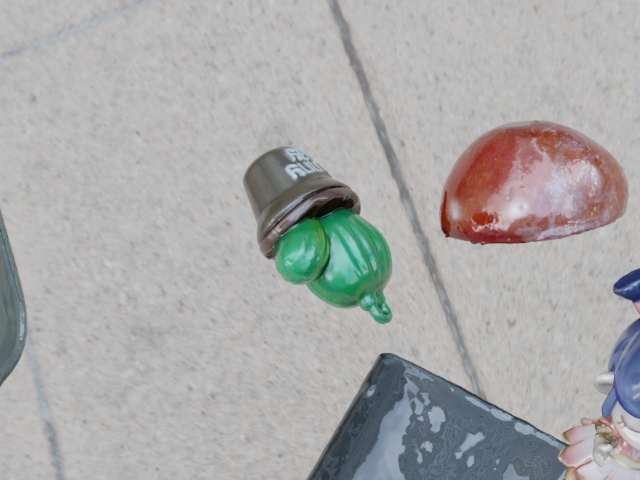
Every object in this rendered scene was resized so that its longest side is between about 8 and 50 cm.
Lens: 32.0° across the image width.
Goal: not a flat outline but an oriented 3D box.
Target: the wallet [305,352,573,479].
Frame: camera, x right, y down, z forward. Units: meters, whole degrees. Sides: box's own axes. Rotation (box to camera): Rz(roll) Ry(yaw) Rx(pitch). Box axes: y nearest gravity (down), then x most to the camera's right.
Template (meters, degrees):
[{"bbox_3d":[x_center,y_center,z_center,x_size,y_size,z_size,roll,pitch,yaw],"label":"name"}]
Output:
[{"bbox_3d":[0.045,0.310,0.921,0.228,0.062,0.406,25,72,28],"label":"wallet"}]

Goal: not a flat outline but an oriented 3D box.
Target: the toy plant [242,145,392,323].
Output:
[{"bbox_3d":[0.000,0.000,1.080,0.105,0.143,0.200,-46,67,23],"label":"toy plant"}]

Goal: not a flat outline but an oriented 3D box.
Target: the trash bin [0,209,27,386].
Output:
[{"bbox_3d":[-0.325,0.020,0.638,0.250,0.220,0.219,2,116,27],"label":"trash bin"}]

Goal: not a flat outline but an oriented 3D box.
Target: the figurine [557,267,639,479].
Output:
[{"bbox_3d":[0.222,0.115,0.762,0.111,0.195,0.102,20,41,-5],"label":"figurine"}]

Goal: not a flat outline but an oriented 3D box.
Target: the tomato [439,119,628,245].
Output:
[{"bbox_3d":[0.176,-0.055,0.923,0.159,0.139,0.091,-11,104,-29],"label":"tomato"}]
